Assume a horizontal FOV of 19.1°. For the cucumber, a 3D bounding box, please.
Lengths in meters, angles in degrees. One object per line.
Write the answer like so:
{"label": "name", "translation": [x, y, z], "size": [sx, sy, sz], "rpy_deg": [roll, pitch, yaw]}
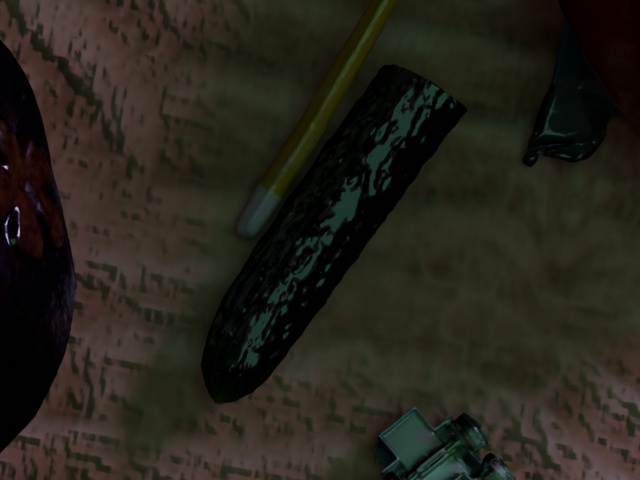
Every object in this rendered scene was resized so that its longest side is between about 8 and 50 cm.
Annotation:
{"label": "cucumber", "translation": [0.000, 0.000, 1.058], "size": [0.052, 0.058, 0.215], "rpy_deg": [41, 80, -40]}

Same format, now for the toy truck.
{"label": "toy truck", "translation": [0.096, 0.174, 1.065], "size": [0.067, 0.081, 0.175], "rpy_deg": [-38, 74, -12]}

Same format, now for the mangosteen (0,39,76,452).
{"label": "mangosteen", "translation": [-0.273, 0.012, 0.924], "size": [0.302, 0.275, 0.275], "rpy_deg": [-14, 88, 21]}

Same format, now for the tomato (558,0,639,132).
{"label": "tomato", "translation": [0.277, -0.185, 0.996], "size": [0.338, 0.143, 0.338], "rpy_deg": [0, 88, -9]}

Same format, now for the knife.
{"label": "knife", "translation": [0.184, -0.177, 1.124], "size": [0.044, 0.026, 0.296], "rpy_deg": [19, 83, 3]}

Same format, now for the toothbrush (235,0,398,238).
{"label": "toothbrush", "translation": [0.032, -0.123, 1.053], "size": [0.024, 0.021, 0.288], "rpy_deg": [29, 98, -14]}
